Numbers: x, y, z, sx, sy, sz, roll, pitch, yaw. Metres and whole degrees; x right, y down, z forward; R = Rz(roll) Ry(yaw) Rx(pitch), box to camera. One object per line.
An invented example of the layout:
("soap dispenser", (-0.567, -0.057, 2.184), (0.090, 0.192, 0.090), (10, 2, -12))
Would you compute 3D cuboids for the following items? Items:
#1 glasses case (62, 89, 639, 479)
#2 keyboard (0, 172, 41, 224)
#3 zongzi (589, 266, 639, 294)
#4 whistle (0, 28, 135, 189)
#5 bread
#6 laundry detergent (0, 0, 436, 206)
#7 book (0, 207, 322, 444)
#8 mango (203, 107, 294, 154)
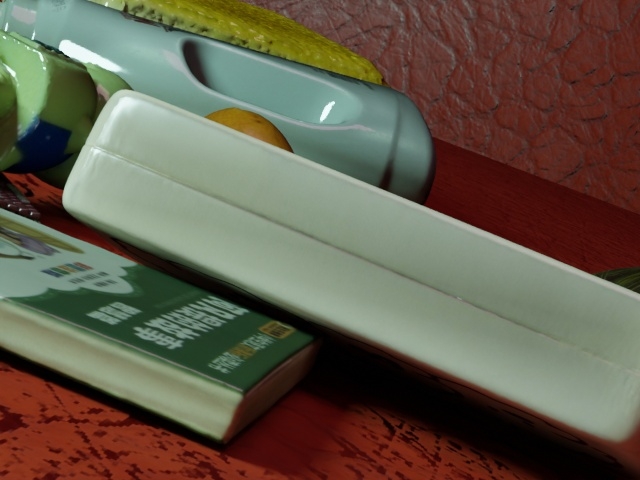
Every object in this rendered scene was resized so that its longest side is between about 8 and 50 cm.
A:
("glasses case", (0.034, 0.025, 0.950), (0.336, 0.076, 0.144), (23, -7, 19))
("keyboard", (-0.212, -0.039, 1.088), (0.055, 0.017, 0.166), (17, 9, -26))
("zongzi", (0.234, 0.063, 1.351), (0.184, 0.084, 0.187), (8, 9, 16))
("whistle", (-0.180, -0.080, 1.091), (0.105, 0.085, 0.227), (28, 5, 30))
("bread", (-0.132, -0.177, 1.783), (0.333, 0.143, 0.323), (16, 10, -28))
("laundry detergent", (-0.118, -0.118, 1.496), (0.398, 0.124, 0.264), (17, 10, -17))
("book", (-0.139, 0.019, 0.842), (0.264, 0.027, 0.202), (21, 7, 8))
("mango", (-0.062, -0.031, 1.146), (0.084, 0.105, 0.159), (-12, 9, -25))
